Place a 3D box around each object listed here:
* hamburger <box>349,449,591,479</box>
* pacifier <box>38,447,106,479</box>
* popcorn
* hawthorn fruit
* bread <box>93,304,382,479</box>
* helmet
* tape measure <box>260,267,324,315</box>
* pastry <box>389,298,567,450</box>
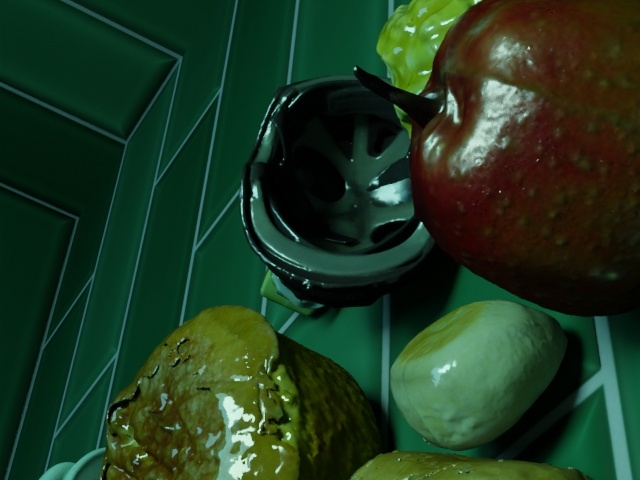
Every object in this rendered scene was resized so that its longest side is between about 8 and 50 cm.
[{"bbox_3d":[0.102,0.221,1.027,0.262,0.131,0.124,-17,50,59],"label":"hamburger"},{"bbox_3d":[-0.219,0.396,1.545,0.269,0.288,0.343,-21,46,27],"label":"pacifier"},{"bbox_3d":[0.177,-0.172,1.213,0.225,0.174,0.286,-17,2,12],"label":"popcorn"},{"bbox_3d":[0.167,-0.082,0.961,0.254,0.300,0.254,-161,90,-74],"label":"hawthorn fruit"},{"bbox_3d":[-0.098,0.258,1.344,0.358,0.204,0.337,-40,40,38],"label":"bread"},{"bbox_3d":[0.028,-0.031,1.423,0.177,0.224,0.305,92,-169,-58],"label":"helmet"},{"bbox_3d":[0.000,0.000,1.611,0.200,0.106,0.175,-63,5,0],"label":"tape measure"},{"bbox_3d":[0.132,0.108,1.089,0.156,0.092,0.156,-33,11,7],"label":"pastry"}]
